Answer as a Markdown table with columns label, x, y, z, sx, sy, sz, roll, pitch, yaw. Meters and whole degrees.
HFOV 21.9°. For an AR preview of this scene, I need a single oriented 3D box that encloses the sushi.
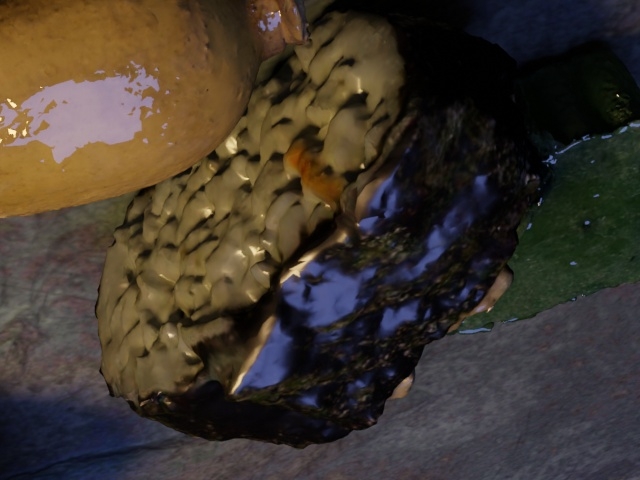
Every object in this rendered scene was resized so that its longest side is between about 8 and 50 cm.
| label | x | y | z | sx | sy | sz | roll | pitch | yaw |
| --- | --- | --- | --- | --- | --- | --- | --- | --- | --- |
| sushi | 0.000 | 0.000 | 1.120 | 0.170 | 0.211 | 0.350 | 24 | 119 | -39 |

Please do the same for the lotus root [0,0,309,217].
| label | x | y | z | sx | sy | sz | roll | pitch | yaw |
| --- | --- | --- | --- | --- | --- | --- | --- | --- | --- |
| lotus root | -0.149 | -0.092 | 0.973 | 0.303 | 0.131 | 0.146 | -18 | 148 | -3 |

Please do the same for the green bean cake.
| label | x | y | z | sx | sy | sz | roll | pitch | yaw |
| --- | --- | --- | --- | --- | --- | --- | --- | --- | --- |
| green bean cake | 0.158 | -0.036 | 1.239 | 0.193 | 0.107 | 0.208 | -16 | 146 | 0 |
